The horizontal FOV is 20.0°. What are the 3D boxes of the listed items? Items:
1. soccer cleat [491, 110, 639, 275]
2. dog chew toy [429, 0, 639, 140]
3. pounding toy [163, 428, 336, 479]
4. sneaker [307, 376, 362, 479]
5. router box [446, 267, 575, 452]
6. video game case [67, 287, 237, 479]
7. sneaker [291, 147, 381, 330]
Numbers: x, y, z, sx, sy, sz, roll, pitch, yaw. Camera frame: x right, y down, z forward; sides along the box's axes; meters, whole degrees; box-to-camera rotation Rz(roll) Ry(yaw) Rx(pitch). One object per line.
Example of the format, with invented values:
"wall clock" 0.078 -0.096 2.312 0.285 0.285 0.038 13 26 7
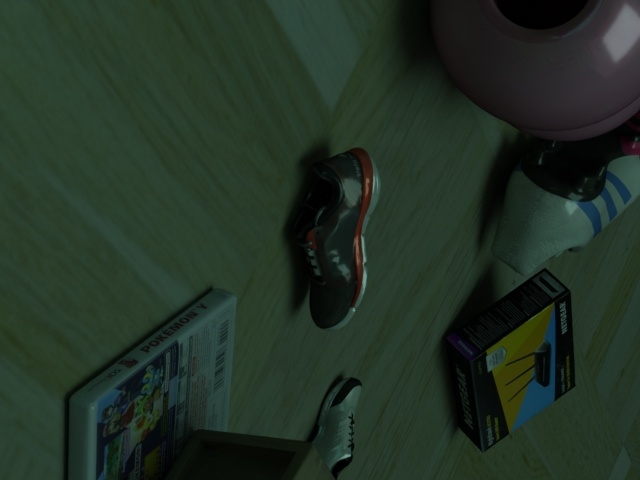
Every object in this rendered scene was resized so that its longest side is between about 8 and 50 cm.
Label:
"soccer cleat" 0.273 -0.061 1.914 0.331 0.116 0.143 -27 147 -54
"dog chew toy" 0.211 -0.179 1.581 0.332 0.206 0.206 37 74 -74
"pounding toy" -0.061 0.207 1.321 0.130 0.141 0.100 -58 134 -35
"sneaker" 0.016 0.174 1.602 0.109 0.044 0.040 -66 154 -14
"router box" 0.202 0.127 1.894 0.133 0.046 0.179 -34 144 -15
"video game case" -0.123 0.158 1.321 0.183 0.023 0.201 -38 141 -51
"sneaker" 0.000 0.000 1.445 0.065 0.061 0.158 -8 117 -34
